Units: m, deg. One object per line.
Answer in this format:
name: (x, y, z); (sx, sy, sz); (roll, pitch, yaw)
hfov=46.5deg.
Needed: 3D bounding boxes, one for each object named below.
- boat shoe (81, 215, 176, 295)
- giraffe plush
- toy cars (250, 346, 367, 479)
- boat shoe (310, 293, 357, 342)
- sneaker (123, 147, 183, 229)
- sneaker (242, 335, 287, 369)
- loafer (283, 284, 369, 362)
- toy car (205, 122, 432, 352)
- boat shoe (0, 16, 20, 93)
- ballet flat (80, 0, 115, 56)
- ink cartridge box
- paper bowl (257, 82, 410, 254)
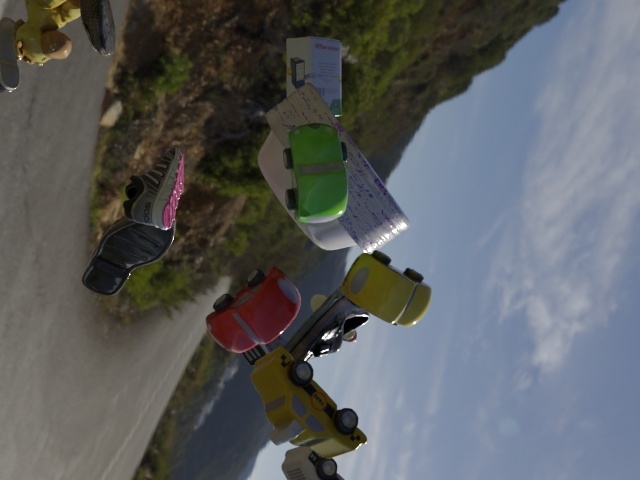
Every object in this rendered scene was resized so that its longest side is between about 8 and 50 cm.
boat shoe: (-0.371, -0.004, 1.438); (0.307, 0.111, 0.104); (-32, -144, 41)
giraffe plush: (-0.559, -0.440, 1.509); (0.181, 0.210, 0.170); (8, 95, -61)
toy cars: (-0.013, 0.332, 1.113); (0.087, 0.176, 0.394); (-45, 136, -38)
boat shoe: (0.030, 0.173, 1.641); (0.049, 0.137, 0.043); (-45, 153, -4)
sneaker: (-0.239, -0.081, 1.070); (0.170, 0.075, 0.063); (-87, -178, -49)
sneaker: (-0.058, 0.252, 1.426); (0.083, 0.224, 0.098); (-26, -173, 43)
loafer: (0.021, 0.152, 1.297); (0.096, 0.084, 0.267); (-49, 176, 28)
toy car: (0.000, 0.000, 0.733); (0.053, 0.239, 0.225); (-129, -147, -71)
boat shoe: (-0.784, -0.456, 1.839); (0.065, 0.075, 0.206); (-20, -113, 31)
ballet flat: (-0.369, -0.400, 1.177); (0.084, 0.058, 0.250); (96, -19, -75)
ink cartridge box: (-0.016, -0.457, 2.091); (0.154, 0.093, 0.212); (-13, 108, -54)
paper bowl: (0.009, -0.099, 1.200); (0.148, 0.284, 0.284); (-36, -173, 5)
